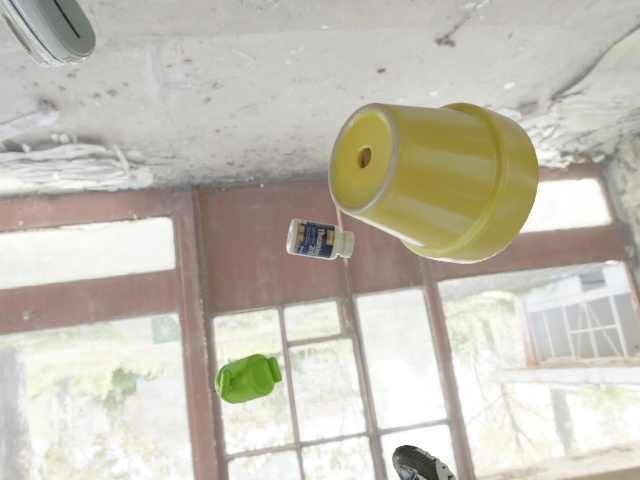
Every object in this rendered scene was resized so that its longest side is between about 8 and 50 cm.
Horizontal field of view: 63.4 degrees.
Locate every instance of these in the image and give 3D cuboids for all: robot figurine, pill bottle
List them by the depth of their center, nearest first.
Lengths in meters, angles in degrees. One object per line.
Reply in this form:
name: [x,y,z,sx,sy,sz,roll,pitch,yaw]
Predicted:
robot figurine: [-0.117,0.218,0.814,0.115,0.067,0.101,-24,173,29]
pill bottle: [0.000,0.000,0.982,0.120,0.067,0.067,8,163,-10]

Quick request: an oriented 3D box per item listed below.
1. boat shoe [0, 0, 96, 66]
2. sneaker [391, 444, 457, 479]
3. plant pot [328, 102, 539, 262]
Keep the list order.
boat shoe: [-0.311,-0.272,0.492,0.075,0.226,0.083,-8,-150,24]
sneaker: [0.171,0.404,0.767,0.106,0.234,0.078,2,121,-40]
plant pot: [0.154,-0.102,0.797,0.239,0.254,0.254,10,159,-32]
